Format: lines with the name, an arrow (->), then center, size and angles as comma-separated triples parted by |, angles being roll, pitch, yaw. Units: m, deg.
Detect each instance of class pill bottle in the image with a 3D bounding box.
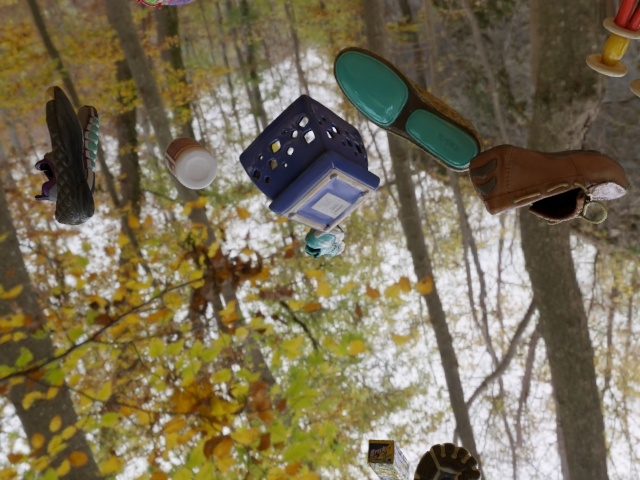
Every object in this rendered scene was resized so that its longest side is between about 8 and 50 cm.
pill bottle -> -0.273, -0.166, 1.338 | 0.086, 0.086, 0.152 | -23, -151, -16

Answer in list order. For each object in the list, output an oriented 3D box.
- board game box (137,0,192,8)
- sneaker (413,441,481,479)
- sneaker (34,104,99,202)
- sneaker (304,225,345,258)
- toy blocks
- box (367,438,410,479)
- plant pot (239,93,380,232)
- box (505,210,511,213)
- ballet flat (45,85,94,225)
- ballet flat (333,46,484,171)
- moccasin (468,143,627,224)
board game box -> -0.296, -0.443, 1.156 | 0.133, 0.033, 0.168 | 0, 175, 11
sneaker -> 0.177, 0.488, 1.013 | 0.130, 0.147, 0.330 | 17, -105, 20
sneaker -> -0.450, -0.160, 1.148 | 0.098, 0.083, 0.224 | 7, -126, -25
sneaker -> 0.000, 0.000, 1.860 | 0.110, 0.275, 0.107 | -40, -103, -5
toy blocks -> 0.394, -0.253, 0.756 | 0.054, 0.148, 0.123 | -18, -131, -30
box -> 0.150, 0.486, 1.412 | 0.059, 0.169, 0.054 | -4, -126, 19
plant pot -> -0.014, -0.161, 1.524 | 0.236, 0.236, 0.212 | -41, -125, 22
box -> 0.527, -0.130, 1.865 | 0.052, 0.062, 0.083 | 3, -121, -16
ballet flat -> -0.319, -0.104, 0.795 | 0.049, 0.173, 0.057 | -8, -178, 10
ballet flat -> 0.177, -0.263, 1.297 | 0.348, 0.123, 0.123 | 37, -136, 5
moccasin -> 0.435, -0.090, 1.184 | 0.380, 0.147, 0.139 | 0, 165, -40
